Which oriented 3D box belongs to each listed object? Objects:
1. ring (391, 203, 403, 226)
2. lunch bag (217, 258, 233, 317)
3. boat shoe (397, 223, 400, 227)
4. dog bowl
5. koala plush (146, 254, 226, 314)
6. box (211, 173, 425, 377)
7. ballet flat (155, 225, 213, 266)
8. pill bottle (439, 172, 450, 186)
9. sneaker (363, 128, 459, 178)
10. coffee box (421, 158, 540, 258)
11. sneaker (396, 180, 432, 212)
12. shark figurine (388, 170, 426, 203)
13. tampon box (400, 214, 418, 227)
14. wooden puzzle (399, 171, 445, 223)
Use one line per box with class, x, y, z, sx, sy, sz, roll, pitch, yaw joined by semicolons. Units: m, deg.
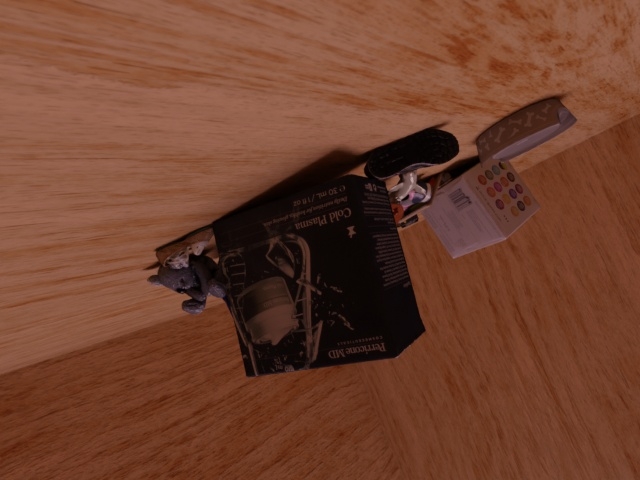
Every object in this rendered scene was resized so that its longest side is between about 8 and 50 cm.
ring;0.189;-0.025;1.677;0.337;0.032;0.336;-27;159;-11
lunch bag;-0.213;0.168;1.695;0.328;0.238;0.385;5;-161;-28
boat shoe;0.403;-0.090;2.625;0.308;0.104;0.110;-22;172;-2
dog bowl;0.739;-0.393;1.577;0.349;0.102;0.349;-23;171;-4
koala plush;-0.484;0.129;1.523;0.196;0.203;0.221;-36;146;24
box;-0.007;0.108;1.265;0.480;0.471;0.297;-17;176;27
ballet flat;-0.400;0.024;1.301;0.206;0.067;0.073;-25;171;11
pill bottle;0.579;-0.289;2.024;0.044;0.043;0.083;-20;171;-22
sneaker;0.263;-0.252;1.276;0.284;0.107;0.124;-15;180;-6
coffee box;0.745;-0.167;2.044;0.334;0.337;0.338;-32;177;-31
sneaker;0.359;-0.195;1.929;0.131;0.112;0.319;6;162;-22
shark figurine;0.281;-0.200;1.628;0.166;0.116;0.278;25;134;-32
tampon box;0.478;-0.147;2.402;0.102;0.120;0.161;-25;172;8
wooden puzzle;0.463;-0.202;1.993;0.238;0.044;0.221;-58;-168;-31
